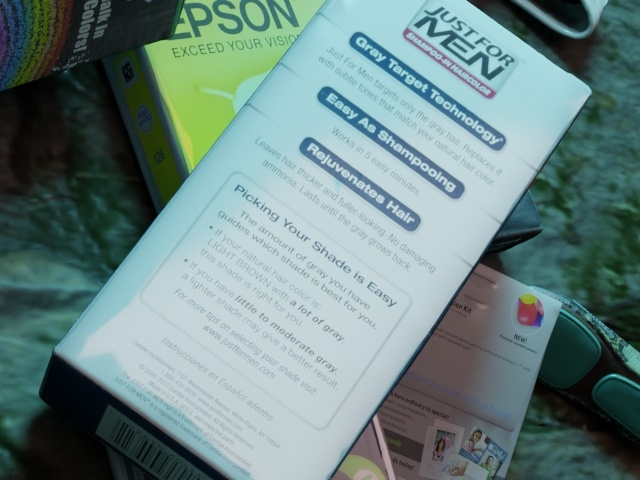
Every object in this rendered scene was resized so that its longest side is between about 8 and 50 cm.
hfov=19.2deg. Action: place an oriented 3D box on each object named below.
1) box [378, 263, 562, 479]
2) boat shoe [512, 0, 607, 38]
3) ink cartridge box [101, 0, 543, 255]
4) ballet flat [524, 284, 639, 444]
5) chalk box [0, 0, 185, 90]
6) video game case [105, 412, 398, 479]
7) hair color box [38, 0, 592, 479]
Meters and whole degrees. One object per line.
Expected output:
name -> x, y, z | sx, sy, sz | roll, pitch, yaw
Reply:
box -> 0.072, 0.102, 1.267 | 0.145, 0.038, 0.186 | 24, 79, -27
boat shoe -> 0.139, -0.260, 1.507 | 0.258, 0.095, 0.084 | 34, 47, -19
ink cartridge box -> -0.009, -0.117, 1.339 | 0.303, 0.072, 0.307 | -12, 79, -40
ballet flat -> 0.201, 0.088, 1.413 | 0.188, 0.070, 0.070 | 41, 49, -17
chalk box -> -0.182, -0.220, 1.142 | 0.179, 0.180, 0.289 | 40, 40, 24
video game case -> -0.043, 0.133, 1.173 | 0.173, 0.022, 0.190 | -11, 74, -17
hair color box -> 0.000, 0.000, 1.160 | 0.174, 0.105, 0.347 | 36, 67, 0
